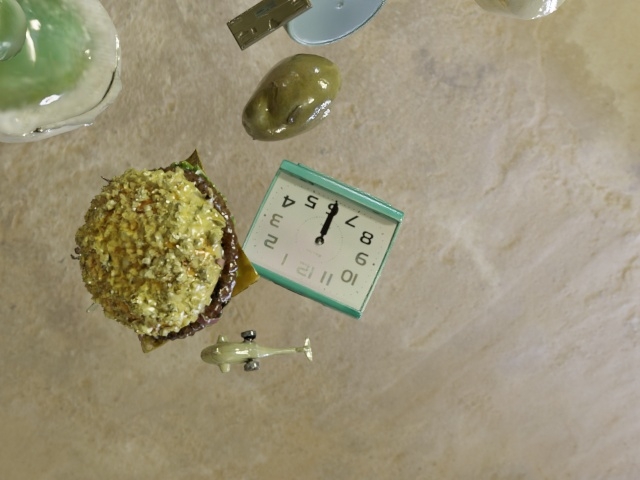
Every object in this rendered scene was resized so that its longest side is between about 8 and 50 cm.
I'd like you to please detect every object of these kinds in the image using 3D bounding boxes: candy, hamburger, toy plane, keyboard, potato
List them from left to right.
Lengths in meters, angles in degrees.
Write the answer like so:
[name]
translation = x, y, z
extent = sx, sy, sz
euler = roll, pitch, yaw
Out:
[candy]
translation = -0.614, -0.404, 1.430
extent = 0.426, 0.186, 0.386
euler = -17, 102, -48
[hamburger]
translation = -0.217, 0.015, 0.859
extent = 0.261, 0.243, 0.138
euler = -39, 160, 24
[toy plane]
translation = -0.143, 0.262, 1.578
extent = 0.286, 0.092, 0.108
euler = -1, 161, -24
[keyboard]
translation = -0.079, -0.345, 1.033
extent = 0.129, 0.015, 0.049
euler = -29, 95, 11
[potato]
translation = -0.062, -0.298, 1.415
extent = 0.235, 0.178, 0.160
euler = -37, 86, 2

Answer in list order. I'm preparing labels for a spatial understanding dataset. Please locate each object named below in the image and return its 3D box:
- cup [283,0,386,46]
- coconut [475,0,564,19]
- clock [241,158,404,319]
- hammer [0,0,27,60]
[cup]
translation = -0.034, -0.686, 1.462
extent = 0.310, 0.392, 0.401
euler = -23, 163, -15
[coconut]
translation = 0.400, -0.556, 1.326
extent = 0.241, 0.241, 0.241
euler = -6, 120, -11
[clock]
translation = 0.000, 0.000, 1.311
extent = 0.262, 0.116, 0.231
euler = 24, 82, 1
[hammer]
translation = -0.603, -0.446, 1.052
extent = 0.206, 0.119, 0.336
euler = 2, 128, 8
